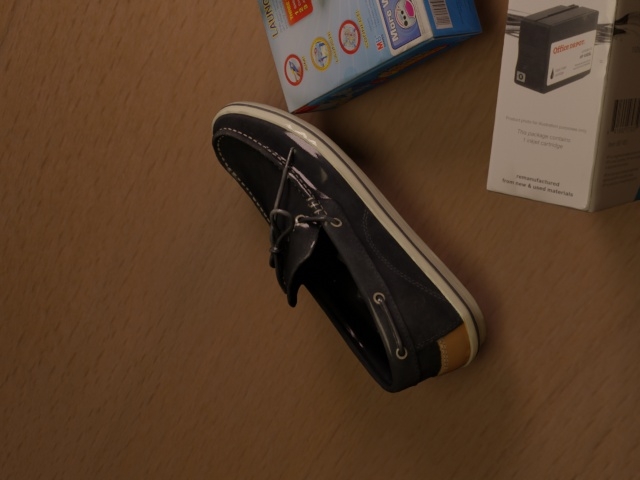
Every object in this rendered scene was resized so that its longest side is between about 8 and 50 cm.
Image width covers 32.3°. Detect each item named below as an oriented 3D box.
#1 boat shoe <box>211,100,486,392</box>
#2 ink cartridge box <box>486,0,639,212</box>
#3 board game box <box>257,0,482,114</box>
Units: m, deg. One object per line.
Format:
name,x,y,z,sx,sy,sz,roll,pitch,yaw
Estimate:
boat shoe,0.000,0.000,1.463,0.500,0.156,0.187,47,155,21
ink cartridge box,0.298,-0.201,1.170,0.129,0.223,0.307,15,107,37
board game box,0.034,-0.351,1.401,0.302,0.086,0.308,-19,86,53
